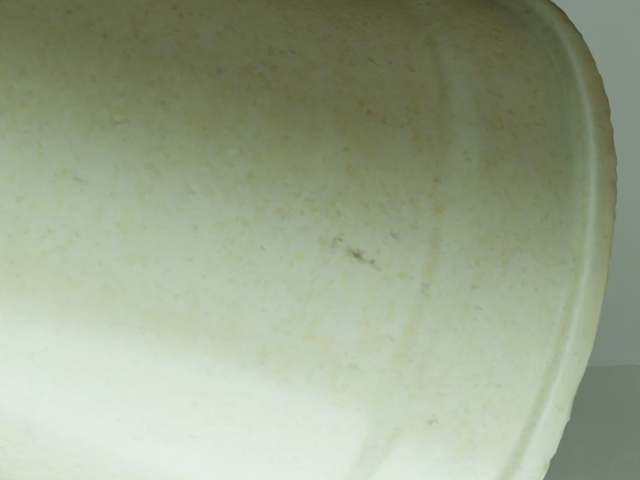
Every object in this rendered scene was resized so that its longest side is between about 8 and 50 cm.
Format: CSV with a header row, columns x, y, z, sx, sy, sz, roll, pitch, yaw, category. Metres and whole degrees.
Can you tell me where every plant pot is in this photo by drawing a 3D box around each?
x,y,z,sx,sy,sz,roll,pitch,yaw,category
-0.091,-0.011,0.718,0.305,0.334,0.334,18,60,-26,plant pot
